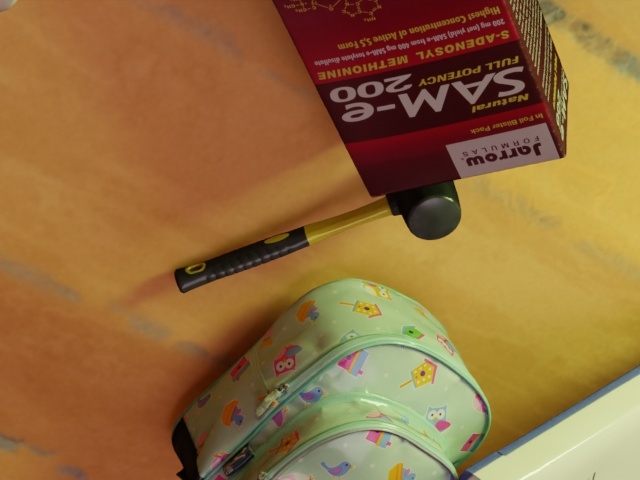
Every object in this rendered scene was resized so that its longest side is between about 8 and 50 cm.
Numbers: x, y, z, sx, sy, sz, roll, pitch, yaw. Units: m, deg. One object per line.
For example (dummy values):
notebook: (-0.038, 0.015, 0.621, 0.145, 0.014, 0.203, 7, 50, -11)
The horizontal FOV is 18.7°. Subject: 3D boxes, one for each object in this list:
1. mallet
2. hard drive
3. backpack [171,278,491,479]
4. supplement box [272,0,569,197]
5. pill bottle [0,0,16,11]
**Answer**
mallet: (0.000, 0.000, 1.234, 0.189, 0.062, 0.039, -25, 129, -3)
hard drive: (0.205, 0.184, 1.380, 0.318, 0.040, 0.210, -25, 136, -38)
backpack: (0.017, 0.128, 1.288, 0.166, 0.144, 0.188, 34, 100, -32)
supplement box: (0.049, -0.140, 1.115, 0.130, 0.073, 0.239, -12, 133, 19)
pill bottle: (-0.247, -0.175, 0.976, 0.193, 0.108, 0.108, 2, 124, -23)
